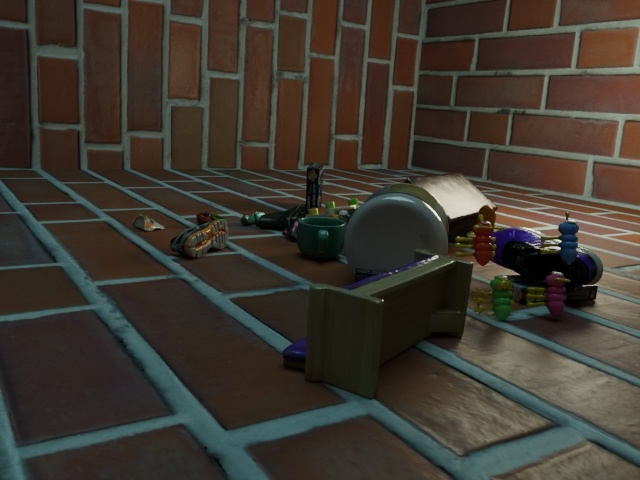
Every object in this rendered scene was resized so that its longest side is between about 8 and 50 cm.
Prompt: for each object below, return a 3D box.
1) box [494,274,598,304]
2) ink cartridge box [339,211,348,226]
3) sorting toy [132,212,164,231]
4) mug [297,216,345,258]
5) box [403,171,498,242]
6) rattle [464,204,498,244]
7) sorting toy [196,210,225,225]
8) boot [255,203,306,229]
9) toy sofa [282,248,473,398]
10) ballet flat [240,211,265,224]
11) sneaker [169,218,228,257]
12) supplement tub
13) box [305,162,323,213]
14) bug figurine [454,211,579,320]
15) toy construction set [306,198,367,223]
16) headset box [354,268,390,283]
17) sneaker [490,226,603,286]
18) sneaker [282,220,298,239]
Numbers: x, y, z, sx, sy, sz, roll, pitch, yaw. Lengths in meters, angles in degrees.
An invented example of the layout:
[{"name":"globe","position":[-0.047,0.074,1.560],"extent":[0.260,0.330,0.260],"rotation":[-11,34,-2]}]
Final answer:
[{"name":"box","position":[0.521,0.110,1.458],"extent":[0.207,0.036,0.114],"rotation":[-1,13,-22]},{"name":"ink cartridge box","position":[0.093,-0.055,2.082],"extent":[0.097,0.046,0.207],"rotation":[2,12,-2]},{"name":"sorting toy","position":[-0.520,-0.051,1.921],"extent":[0.075,0.044,0.083],"rotation":[19,-1,-43]},{"name":"mug","position":[-0.005,-0.002,1.683],"extent":[0.130,0.097,0.158],"rotation":[11,15,29]},{"name":"box","position":[0.394,-0.101,2.003],"extent":[0.191,0.143,0.382],"rotation":[48,31,21]},{"name":"rattle","position":[0.534,-0.054,2.002],"extent":[0.130,0.142,0.200],"rotation":[-10,7,39]},{"name":"sorting toy","position":[-0.360,-0.062,2.020],"extent":[0.102,0.042,0.061],"rotation":[8,21,-44]},{"name":"boot","position":[-0.125,-0.081,2.090],"extent":[0.137,0.076,0.198],"rotation":[1,10,12]},{"name":"toy sofa","position":[0.102,0.114,1.050],"extent":[0.177,0.150,0.363],"rotation":[13,15,33]},{"name":"ballet flat","position":[-0.227,-0.074,2.100],"extent":[0.041,0.041,0.114],"rotation":[11,14,32]},{"name":"sneaker","position":[-0.317,-0.011,1.678],"extent":[0.083,0.084,0.215],"rotation":[3,12,23]},{"name":"supplement tub","position":[0.188,-0.015,1.491],"extent":[0.229,0.228,0.316],"rotation":[6,12,11]},{"name":"box","position":[-0.022,-0.206,2.445],"extent":[0.051,0.175,0.220],"rotation":[4,13,4]},{"name":"bug figurine","position":[0.420,0.051,1.279],"extent":[0.279,0.216,0.072],"rotation":[-2,-2,-11]},{"name":"toy construction set","position":[0.120,-0.058,1.830],"extent":[0.215,0.151,0.328],"rotation":[-9,16,-25]},{"name":"headset box","position":[0.114,0.096,1.343],"extent":[0.083,0.062,0.032],"rotation":[3,13,4]},{"name":"sneaker","position":[0.481,0.037,1.452],"extent":[0.146,0.102,0.293],"rotation":[-8,17,-41]},{"name":"sneaker","position":[-0.090,-0.023,1.913],"extent":[0.057,0.047,0.119],"rotation":[-18,10,5]}]
